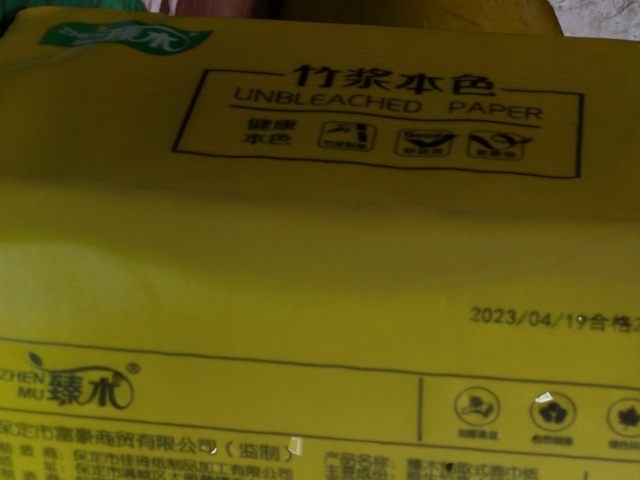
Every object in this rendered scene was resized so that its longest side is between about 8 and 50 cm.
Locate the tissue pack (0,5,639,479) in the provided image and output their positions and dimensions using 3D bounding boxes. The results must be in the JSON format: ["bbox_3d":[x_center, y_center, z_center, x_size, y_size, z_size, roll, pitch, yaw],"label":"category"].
[{"bbox_3d":[0.027,0.058,0.896,0.228,0.382,0.293,-77,169,-57],"label":"tissue pack"}]

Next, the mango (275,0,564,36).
[{"bbox_3d":[0.082,-0.094,1.536,0.301,0.221,0.445,47,31,-23],"label":"mango"}]
